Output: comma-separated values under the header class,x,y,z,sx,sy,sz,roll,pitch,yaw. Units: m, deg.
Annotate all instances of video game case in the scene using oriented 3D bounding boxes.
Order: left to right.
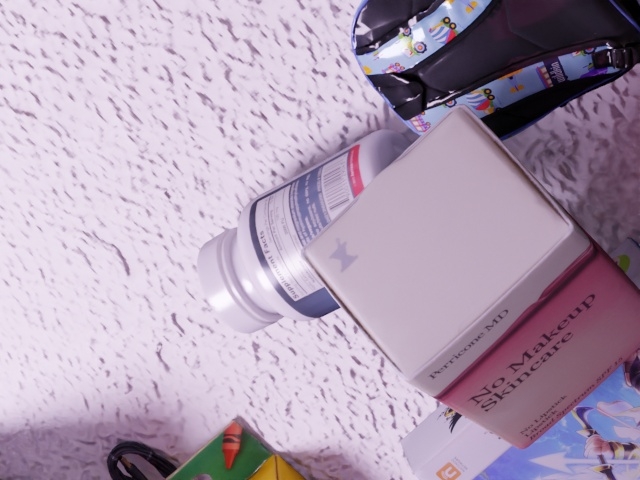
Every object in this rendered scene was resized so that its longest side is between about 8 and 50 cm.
class,x,y,z,sx,sy,sz,roll,pitch,yaw
video game case,0.242,0.174,1.282,0.244,0.061,0.269,-43,109,8

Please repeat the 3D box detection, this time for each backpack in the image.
class,x,y,z,sx,sy,sz,roll,pitch,yaw
backpack,0.115,-0.152,1.093,0.173,0.117,0.158,-32,114,28

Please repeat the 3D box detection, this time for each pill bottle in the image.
class,x,y,z,sx,sy,sz,roll,pitch,yaw
pill bottle,0.000,0.000,1.232,0.180,0.108,0.108,-27,116,28

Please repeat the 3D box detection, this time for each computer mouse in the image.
class,x,y,z,sx,sy,sz,roll,pitch,yaw
computer mouse,-0.118,0.277,1.503,0.071,0.041,0.242,-28,109,10

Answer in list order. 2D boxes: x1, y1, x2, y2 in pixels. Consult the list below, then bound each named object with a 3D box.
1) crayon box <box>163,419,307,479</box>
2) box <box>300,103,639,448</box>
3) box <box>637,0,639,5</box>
class,x,y,z,sx,sy,sz,roll,pitch,yaw
crayon box,-0.038,0.335,1.461,0.202,0.081,0.318,-43,109,13
box,0.119,0.033,1.116,0.148,0.127,0.232,-43,150,7
box,0.284,-0.189,1.048,0.158,0.093,0.156,-22,118,26
